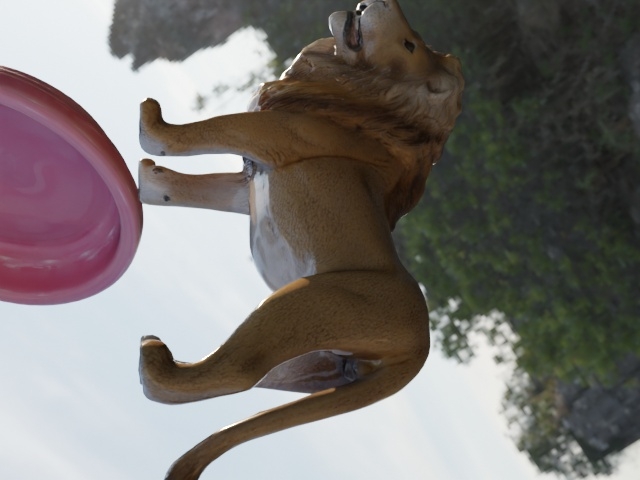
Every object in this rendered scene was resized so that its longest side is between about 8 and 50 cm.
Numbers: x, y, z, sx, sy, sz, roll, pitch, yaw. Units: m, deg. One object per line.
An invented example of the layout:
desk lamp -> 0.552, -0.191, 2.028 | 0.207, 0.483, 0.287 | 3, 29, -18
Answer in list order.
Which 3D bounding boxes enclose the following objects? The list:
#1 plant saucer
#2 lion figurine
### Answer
plant saucer -> -0.343, -0.066, 1.181 | 0.332, 0.332, 0.084 | 49, -144, -33
lion figurine -> 0.000, 0.000, 0.742 | 0.142, 0.240, 0.392 | 103, 165, -52
